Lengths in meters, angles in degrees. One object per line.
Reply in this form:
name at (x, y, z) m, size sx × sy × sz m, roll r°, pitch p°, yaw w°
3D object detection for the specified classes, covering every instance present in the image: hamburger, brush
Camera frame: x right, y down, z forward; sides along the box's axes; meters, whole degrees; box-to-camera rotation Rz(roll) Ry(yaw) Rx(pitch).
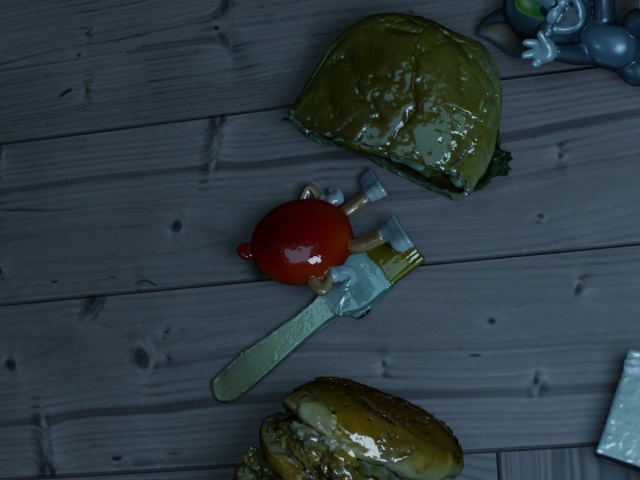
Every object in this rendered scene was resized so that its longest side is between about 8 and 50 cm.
hamburger at (0.120, -0.190, 1.600) m, size 0.308 × 0.132 × 0.211 m, roll 23°, pitch 84°, yaw 21°
brush at (-0.010, 0.104, 1.608) m, size 0.336 × 0.020 × 0.085 m, roll -38°, pitch 69°, yaw 3°
hamburger at (0.035, 0.279, 1.445) m, size 0.211 × 0.260 × 0.245 m, roll -62°, pitch 25°, yaw 9°

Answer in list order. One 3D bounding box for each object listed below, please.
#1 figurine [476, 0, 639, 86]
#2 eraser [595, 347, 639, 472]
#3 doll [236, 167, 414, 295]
figurine at (0.354, -0.295, 1.567) m, size 0.265 × 0.140 × 0.193 m, roll 27°, pitch 106°, yaw 8°
eraser at (0.505, 0.244, 1.401) m, size 0.343 × 0.078 × 0.144 m, roll 16°, pitch 78°, yaw 19°
doll at (0.000, 0.000, 1.596) m, size 0.217 × 0.085 × 0.183 m, roll -22°, pitch 50°, yaw -1°
